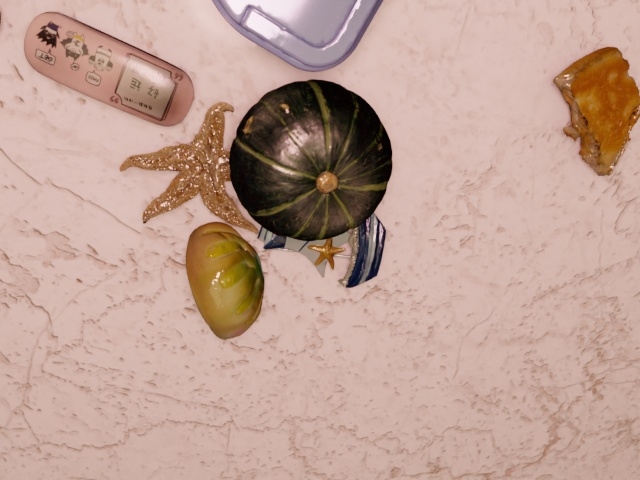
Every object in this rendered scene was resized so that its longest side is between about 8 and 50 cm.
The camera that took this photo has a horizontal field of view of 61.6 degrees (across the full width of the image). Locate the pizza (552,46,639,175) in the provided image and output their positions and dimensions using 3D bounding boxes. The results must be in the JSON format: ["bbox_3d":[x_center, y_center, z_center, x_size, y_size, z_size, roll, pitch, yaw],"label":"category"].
[{"bbox_3d":[0.624,-0.281,1.199,0.189,0.071,0.297,-38,117,-5],"label":"pizza"}]

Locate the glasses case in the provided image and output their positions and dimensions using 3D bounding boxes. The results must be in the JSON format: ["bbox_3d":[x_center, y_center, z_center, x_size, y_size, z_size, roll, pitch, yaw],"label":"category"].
[{"bbox_3d":[-0.399,-0.324,1.030,0.315,0.075,0.122,23,111,-17],"label":"glasses case"}]

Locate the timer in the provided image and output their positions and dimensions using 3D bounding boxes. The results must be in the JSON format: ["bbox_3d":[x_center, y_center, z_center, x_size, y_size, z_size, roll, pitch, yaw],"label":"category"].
[{"bbox_3d":[-0.049,-0.527,0.940,0.395,0.173,0.394,-3,115,-7],"label":"timer"}]

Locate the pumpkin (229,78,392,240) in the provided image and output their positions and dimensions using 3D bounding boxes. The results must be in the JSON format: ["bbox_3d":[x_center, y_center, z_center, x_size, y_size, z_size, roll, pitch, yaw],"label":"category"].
[{"bbox_3d":[-0.018,-0.153,1.058,0.323,0.241,0.323,-9,113,-21],"label":"pumpkin"}]

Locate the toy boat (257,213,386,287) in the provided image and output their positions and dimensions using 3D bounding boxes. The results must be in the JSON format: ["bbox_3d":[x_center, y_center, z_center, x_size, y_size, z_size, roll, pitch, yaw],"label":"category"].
[{"bbox_3d":[0.000,0.000,1.250,0.291,0.067,0.220,9,111,0],"label":"toy boat"}]

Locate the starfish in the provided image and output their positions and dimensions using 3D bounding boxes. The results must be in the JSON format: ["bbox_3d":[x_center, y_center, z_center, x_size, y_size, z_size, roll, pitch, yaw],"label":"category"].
[{"bbox_3d":[-0.255,-0.132,1.138,0.303,0.060,0.299,-14,114,-14],"label":"starfish"}]

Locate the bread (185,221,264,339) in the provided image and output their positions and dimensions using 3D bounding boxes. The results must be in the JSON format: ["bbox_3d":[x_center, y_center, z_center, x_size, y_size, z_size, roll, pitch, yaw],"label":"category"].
[{"bbox_3d":[-0.208,0.100,1.196,0.158,0.156,0.260,-16,115,1],"label":"bread"}]
